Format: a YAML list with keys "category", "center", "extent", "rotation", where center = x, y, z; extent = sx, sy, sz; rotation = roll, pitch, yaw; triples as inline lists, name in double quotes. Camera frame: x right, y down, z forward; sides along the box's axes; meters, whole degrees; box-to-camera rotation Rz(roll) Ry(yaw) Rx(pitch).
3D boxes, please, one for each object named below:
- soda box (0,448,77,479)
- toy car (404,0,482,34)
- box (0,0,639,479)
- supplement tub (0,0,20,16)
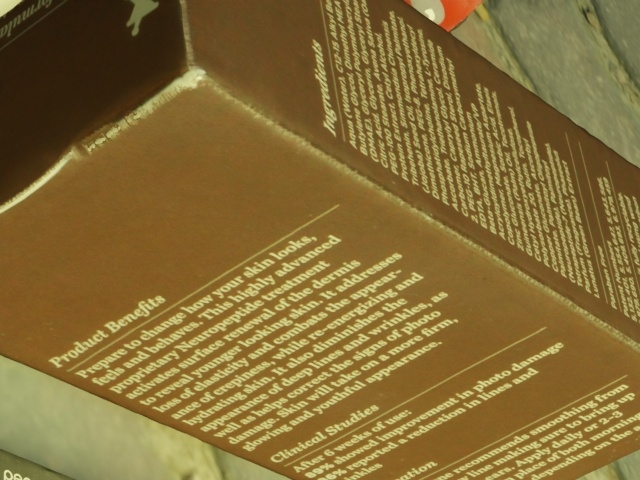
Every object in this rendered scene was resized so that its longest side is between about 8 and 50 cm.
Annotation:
- category: "soda box"
  center: [-0.092, 0.136, 0.759]
  extent: [0.169, 0.053, 0.060]
  rotation: [29, 41, -40]
- category: "toy car"
  center: [0.062, -0.114, 1.214]
  extent: [0.239, 0.053, 0.225]
  rotation: [7, 57, -54]
- category: "box"
  center: [0.000, 0.000, 0.886]
  extent: [0.381, 0.191, 0.143]
  rotation: [29, 41, -43]
- category: "supplement tub"
  center: [-0.210, -0.121, 0.539]
  extent: [0.235, 0.325, 0.235]
  rotation: [37, 37, -34]
